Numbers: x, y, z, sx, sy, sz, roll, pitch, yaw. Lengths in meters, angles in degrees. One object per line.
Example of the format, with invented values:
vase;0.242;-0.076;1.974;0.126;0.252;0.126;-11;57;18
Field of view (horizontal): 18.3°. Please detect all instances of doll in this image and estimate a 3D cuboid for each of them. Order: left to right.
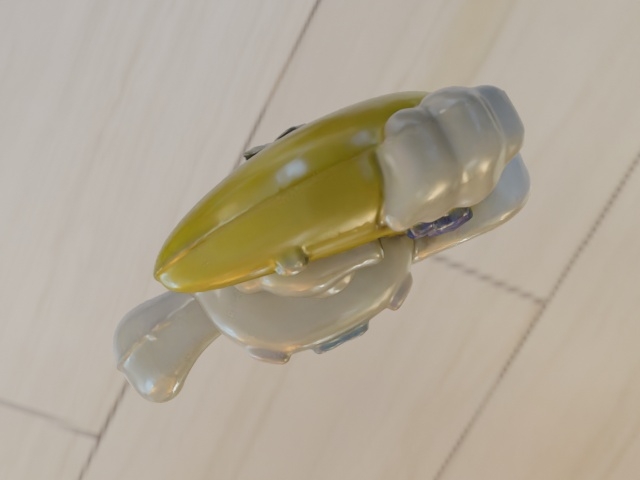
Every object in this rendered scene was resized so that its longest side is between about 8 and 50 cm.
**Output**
doll;0.000;0.000;1.078;0.252;0.237;0.111;-29;82;-9
